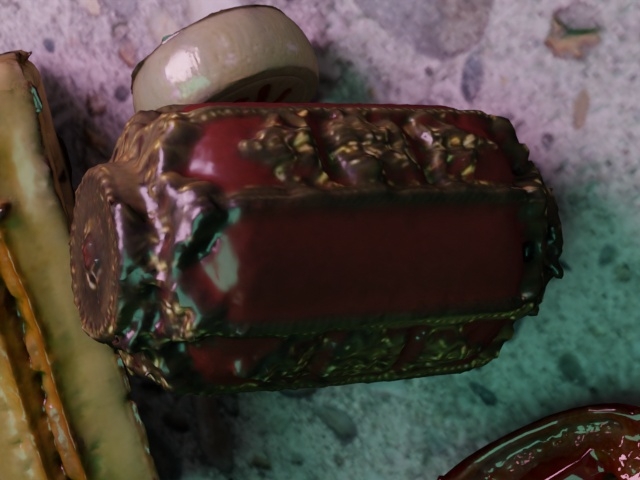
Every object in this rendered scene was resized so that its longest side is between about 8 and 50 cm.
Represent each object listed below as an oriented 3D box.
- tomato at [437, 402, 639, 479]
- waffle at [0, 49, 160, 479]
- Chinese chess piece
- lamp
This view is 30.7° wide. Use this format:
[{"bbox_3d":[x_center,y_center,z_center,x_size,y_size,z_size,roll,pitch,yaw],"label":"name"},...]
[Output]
[{"bbox_3d":[0.169,0.219,0.720,0.228,0.101,0.228,-10,67,25],"label":"tomato"},{"bbox_3d":[-0.191,0.062,0.791,0.114,0.261,0.376,-17,102,-13],"label":"waffle"},{"bbox_3d":[-0.060,-0.098,0.745,0.122,0.122,0.051,-37,71,32],"label":"Chinese chess piece"},{"bbox_3d":[0.000,0.000,0.661,0.177,0.274,0.177,19,111,63],"label":"lamp"}]
